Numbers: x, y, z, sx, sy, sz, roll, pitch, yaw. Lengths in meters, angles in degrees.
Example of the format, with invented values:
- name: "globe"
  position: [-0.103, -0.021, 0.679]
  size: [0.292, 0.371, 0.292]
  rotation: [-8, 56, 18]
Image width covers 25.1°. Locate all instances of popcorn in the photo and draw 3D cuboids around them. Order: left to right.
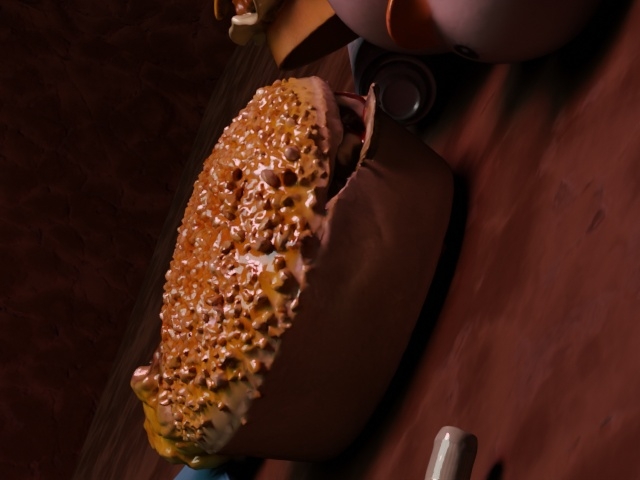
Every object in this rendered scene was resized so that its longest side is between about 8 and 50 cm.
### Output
- name: "popcorn"
  position: [-0.098, 0.130, 1.313]
  size: [0.167, 0.152, 0.148]
  rotation: [-49, -6, 1]

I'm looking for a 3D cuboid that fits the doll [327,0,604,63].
- name: "doll"
  position: [0.116, -0.211, 0.952]
  size: [0.251, 0.221, 0.221]
  rotation: [-40, -1, -26]

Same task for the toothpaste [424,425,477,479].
- name: "toothpaste"
  position: [0.044, 0.198, 0.716]
  size: [0.062, 0.037, 0.216]
  rotation: [147, 141, -69]

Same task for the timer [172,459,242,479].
- name: "timer"
  position: [-0.142, 0.320, 1.331]
  size: [0.250, 0.091, 0.232]
  rotation: [-53, 10, 0]

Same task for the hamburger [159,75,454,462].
- name: "hamburger"
  position: [-0.025, 0.023, 1.072]
  size: [0.302, 0.170, 0.302]
  rotation: [-157, 90, -80]

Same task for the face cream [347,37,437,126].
- name: "face cream"
  position: [0.064, -0.159, 1.306]
  size: [0.075, 0.075, 0.229]
  rotation: [-62, 10, 18]

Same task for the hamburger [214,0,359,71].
- name: "hamburger"
  position: [0.005, -0.288, 1.182]
  size: [0.274, 0.212, 0.274]
  rotation: [-33, -1, -1]
